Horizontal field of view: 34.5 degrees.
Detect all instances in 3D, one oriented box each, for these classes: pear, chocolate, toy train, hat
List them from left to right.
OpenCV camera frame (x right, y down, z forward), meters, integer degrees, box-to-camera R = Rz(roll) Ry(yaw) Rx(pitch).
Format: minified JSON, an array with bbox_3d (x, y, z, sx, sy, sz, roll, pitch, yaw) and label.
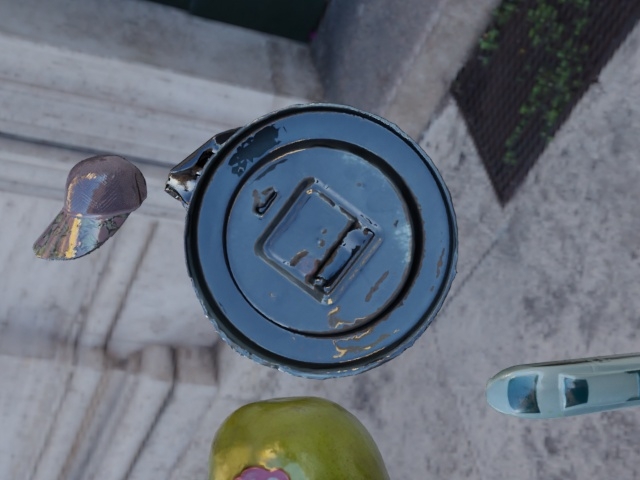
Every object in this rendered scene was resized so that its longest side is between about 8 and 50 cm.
[{"bbox_3d":[-0.154,-0.025,0.664,0.058,0.087,0.042,33,153,55],"label":"hat"},{"bbox_3d":[-0.087,-0.048,1.250,0.133,0.156,0.156,54,140,16],"label":"chocolate"},{"bbox_3d":[-0.012,0.412,1.613,0.287,0.375,0.287,-48,-10,-11],"label":"pear"},{"bbox_3d":[0.450,0.227,1.615,0.088,0.407,0.086,180,87,-66],"label":"toy train"}]

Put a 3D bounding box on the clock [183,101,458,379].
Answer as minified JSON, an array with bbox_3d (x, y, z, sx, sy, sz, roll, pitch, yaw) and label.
[{"bbox_3d":[0.000,0.000,1.047,0.055,0.280,0.280,-57,-20,-81],"label":"clock"}]
